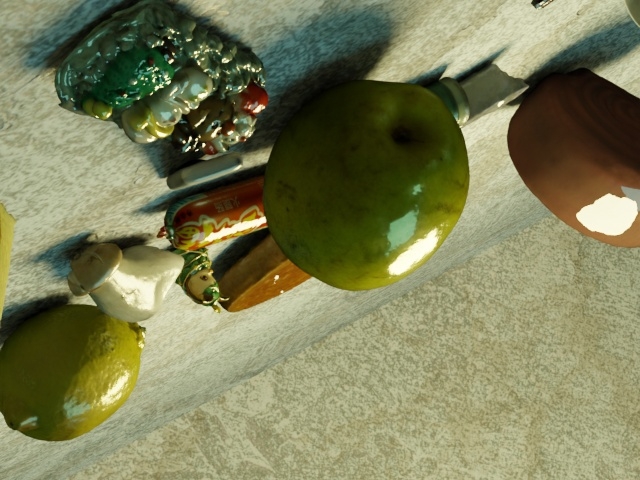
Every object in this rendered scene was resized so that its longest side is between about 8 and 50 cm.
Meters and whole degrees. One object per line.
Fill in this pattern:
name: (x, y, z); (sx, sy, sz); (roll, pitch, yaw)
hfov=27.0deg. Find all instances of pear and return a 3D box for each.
pear: (0.051, -0.067, 1.648); (0.253, 0.253, 0.307); (-25, 173, -27)

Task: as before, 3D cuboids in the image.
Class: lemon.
lemon: (-0.346, 0.176, 1.836); (0.248, 0.184, 0.184); (-36, 175, -40)

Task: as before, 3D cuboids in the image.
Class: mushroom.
mushroom: (-0.264, 0.048, 1.741); (0.116, 0.093, 0.225); (-49, 155, 12)

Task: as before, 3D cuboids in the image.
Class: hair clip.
hair clip: (-0.127, -0.134, 1.260); (0.138, 0.091, 0.321); (-36, 169, 13)

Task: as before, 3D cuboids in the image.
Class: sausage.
sausage: (-0.113, -0.040, 1.763); (0.264, 0.083, 0.083); (-19, 164, -42)

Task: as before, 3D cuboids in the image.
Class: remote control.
remote control: (-0.134, -0.079, 1.487); (0.067, 0.029, 0.261); (-19, -176, -9)

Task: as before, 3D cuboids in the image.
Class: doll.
doll: (-0.186, 0.061, 1.924); (0.077, 0.113, 0.078); (-21, 173, 24)

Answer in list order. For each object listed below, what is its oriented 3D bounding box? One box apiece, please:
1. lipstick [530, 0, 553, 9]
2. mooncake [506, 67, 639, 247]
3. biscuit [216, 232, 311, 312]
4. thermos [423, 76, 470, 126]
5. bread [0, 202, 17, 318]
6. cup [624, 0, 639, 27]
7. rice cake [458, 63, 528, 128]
lipstick: (0.350, -0.354, 1.724); (0.176, 0.027, 0.027); (-34, 169, 22)
mooncake: (0.488, -0.147, 2.241); (0.334, 0.326, 0.174); (-33, 166, -48)
biscuit: (-0.004, -0.008, 2.203); (0.394, 0.070, 0.350); (-36, 170, 29)
thermos: (0.112, -0.162, 1.818); (0.188, 0.073, 0.083); (-25, 169, -26)
bread: (-0.362, 0.012, 1.264); (0.178, 0.142, 0.266); (-45, 173, -11)
cup: (0.514, -0.370, 1.892); (0.133, 0.099, 0.136); (-28, 169, -12)
rice cake: (0.115, -0.143, 1.934); (0.399, 0.064, 0.070); (-30, 179, -3)
